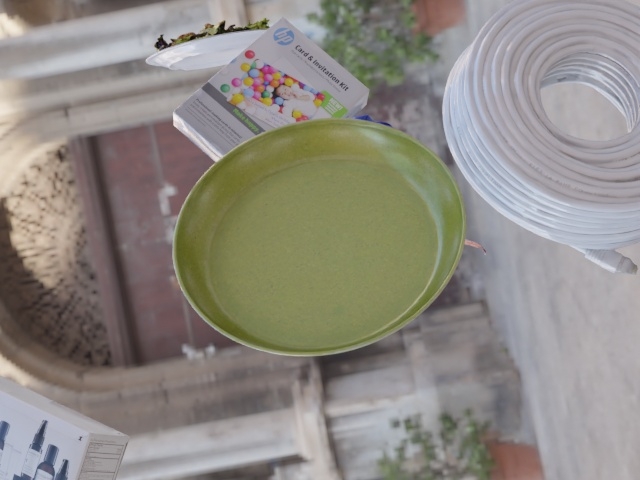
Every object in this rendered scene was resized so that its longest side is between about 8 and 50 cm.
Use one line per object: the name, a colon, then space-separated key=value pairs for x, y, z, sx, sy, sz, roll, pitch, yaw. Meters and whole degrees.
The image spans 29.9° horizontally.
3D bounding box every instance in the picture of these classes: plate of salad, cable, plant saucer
plate of salad: x=-0.144 y=-0.274 z=1.656 sx=0.200 sy=0.200 sz=0.048 roll=-32 pitch=-69 yaw=-86
cable: x=0.244 y=-0.117 z=1.130 sx=0.089 sy=0.257 sz=0.257 roll=106 pitch=-175 yaw=-63
plant saucer: x=0.000 y=0.000 z=0.987 sx=0.037 sy=0.241 sz=0.241 roll=76 pitch=-175 yaw=-52

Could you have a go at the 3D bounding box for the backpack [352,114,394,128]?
backpack: x=0.037 y=-0.094 z=1.522 sx=0.101 sy=0.098 sz=0.120 roll=39 pitch=-113 yaw=-35

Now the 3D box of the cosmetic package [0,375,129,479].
cosmetic package: x=-0.299 y=0.195 z=1.166 sx=0.060 sy=0.239 sz=0.099 roll=23 pitch=-96 yaw=-54

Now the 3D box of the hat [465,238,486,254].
hat: x=0.121 y=-0.034 z=1.886 sx=0.183 sy=0.209 sz=0.173 roll=-177 pitch=72 yaw=-86

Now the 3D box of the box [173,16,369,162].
box: x=-0.057 y=-0.156 z=1.413 sx=0.145 sy=0.186 sz=0.038 roll=42 pitch=159 yaw=12
